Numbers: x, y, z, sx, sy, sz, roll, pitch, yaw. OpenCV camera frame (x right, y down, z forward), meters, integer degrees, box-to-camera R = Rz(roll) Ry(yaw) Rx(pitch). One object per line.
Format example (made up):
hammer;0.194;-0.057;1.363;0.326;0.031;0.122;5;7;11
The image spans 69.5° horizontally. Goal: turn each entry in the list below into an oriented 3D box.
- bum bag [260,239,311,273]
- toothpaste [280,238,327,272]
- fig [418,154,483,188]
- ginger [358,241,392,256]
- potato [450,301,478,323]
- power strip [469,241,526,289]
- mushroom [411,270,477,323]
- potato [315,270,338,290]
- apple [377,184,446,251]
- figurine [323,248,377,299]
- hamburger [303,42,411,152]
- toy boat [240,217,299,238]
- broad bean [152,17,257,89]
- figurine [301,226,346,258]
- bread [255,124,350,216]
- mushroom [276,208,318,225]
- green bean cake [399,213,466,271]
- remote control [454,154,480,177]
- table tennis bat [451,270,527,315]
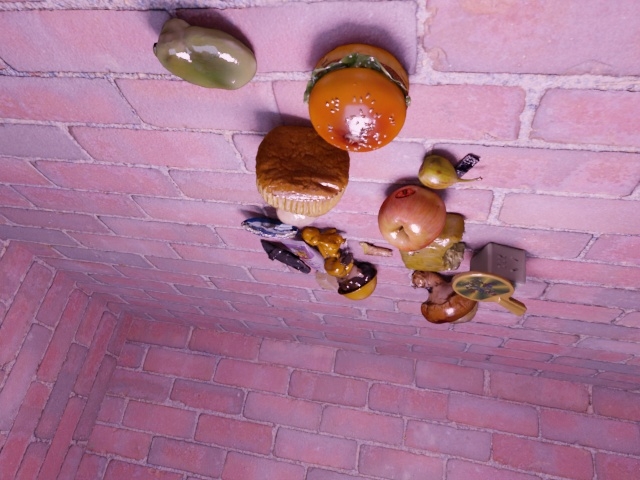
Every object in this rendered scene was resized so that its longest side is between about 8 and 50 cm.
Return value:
bum bag;-0.154;0.070;1.926;0.248;0.060;0.123;17;161;30
toothpaste;-0.047;0.057;1.866;0.113;0.073;0.299;9;163;31
fig;0.344;-0.169;1.236;0.166;0.093;0.093;24;157;13
ginger;0.213;0.042;1.802;0.137;0.044;0.057;13;136;-8
potato;0.623;0.327;2.130;0.202;0.117;0.182;-2;154;25
power strip;0.625;0.121;1.677;0.140;0.139;0.224;13;154;-4
mushroom;0.524;0.222;1.886;0.267;0.267;0.255;-4;116;29
potato;0.029;0.184;2.145;0.086;0.061;0.122;-2;150;31
apple;0.276;-0.072;1.399;0.209;0.164;0.210;23;144;18
figurine;0.122;0.150;1.919;0.256;0.167;0.192;33;161;-33
hamburger;0.078;-0.298;1.020;0.245;0.170;0.246;8;156;3
toy boat;-0.189;-0.048;1.667;0.210;0.071;0.291;6;178;2
broad bean;-0.257;-0.404;1.029;0.227;0.100;0.169;10;161;-1
figurine;-0.003;-0.001;1.722;0.176;0.122;0.122;23;-173;31
bread;-0.050;-0.184;1.235;0.253;0.228;0.142;11;162;0
mushroom;-0.072;-0.113;1.516;0.154;0.123;0.154;-1;-166;0
green bean cake;0.379;0.012;1.575;0.232;0.124;0.236;1;152;20
remote control;0.392;-0.203;1.259;0.039;0.014;0.096;21;152;-11
table tennis bat;0.601;0.182;1.607;0.320;0.050;0.198;29;148;-23
